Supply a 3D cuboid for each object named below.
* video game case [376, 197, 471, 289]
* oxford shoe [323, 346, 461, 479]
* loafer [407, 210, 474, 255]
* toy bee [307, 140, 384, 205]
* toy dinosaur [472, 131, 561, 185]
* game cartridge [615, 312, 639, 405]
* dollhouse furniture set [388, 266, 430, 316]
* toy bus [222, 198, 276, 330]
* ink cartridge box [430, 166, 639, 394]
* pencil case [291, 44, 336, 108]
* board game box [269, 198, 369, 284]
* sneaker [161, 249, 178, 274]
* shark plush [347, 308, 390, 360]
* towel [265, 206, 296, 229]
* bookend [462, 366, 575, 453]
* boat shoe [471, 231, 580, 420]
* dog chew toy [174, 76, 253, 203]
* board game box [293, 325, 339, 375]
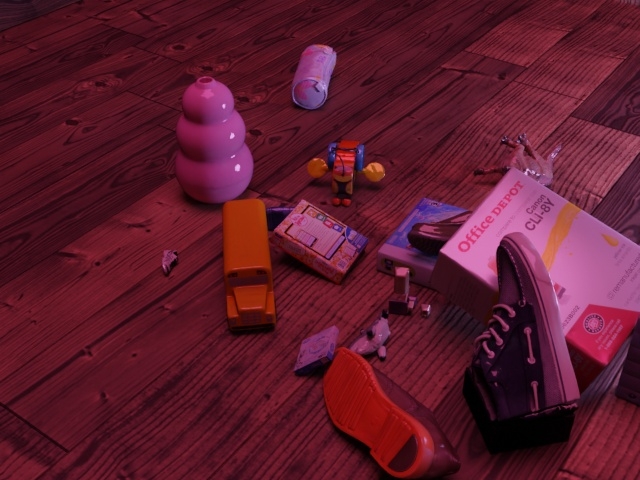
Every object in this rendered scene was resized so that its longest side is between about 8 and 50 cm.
[{"bbox_3d":[0.302,0.014,1.934,0.244,0.061,0.269,19,41,23],"label":"video game case"},{"bbox_3d":[0.121,0.324,1.508,0.133,0.130,0.363,21,14,-34],"label":"oxford shoe"},{"bbox_3d":[0.317,-0.018,1.834,0.251,0.094,0.087,4,67,-11],"label":"loafer"},{"bbox_3d":[0.052,-0.179,2.144,0.195,0.162,0.298,10,13,26],"label":"toy bee"},{"bbox_3d":[0.550,-0.176,2.141,0.296,0.127,0.200,-10,44,-33],"label":"toy dinosaur"},{"bbox_3d":[0.729,0.267,1.455,0.355,0.230,0.068,22,49,27],"label":"game cartridge"},{"bbox_3d":[0.202,0.097,1.784,0.091,0.114,0.081,6,33,12],"label":"dollhouse furniture set"},{"bbox_3d":[-0.164,0.052,1.830,0.108,0.130,0.332,-4,37,-5],"label":"toy bus"},{"bbox_3d":[0.457,0.073,1.644,0.385,0.160,0.279,36,66,18],"label":"ink cartridge box"},{"bbox_3d":[-0.018,-0.530,2.608,0.124,0.113,0.273,-13,34,20],"label":"pencil case"},{"bbox_3d":[0.000,0.000,1.917,0.193,0.045,0.147,32,44,8],"label":"board game box"},{"bbox_3d":[-0.355,0.048,1.918,0.037,0.032,0.083,-3,38,-4],"label":"sneaker"},{"bbox_3d":[0.107,0.187,1.716,0.067,0.073,0.161,-16,33,32],"label":"shark plush"},{"bbox_3d":[-0.077,-0.056,2.024,0.120,0.067,0.029,1,39,3],"label":"towel"},{"bbox_3d":[0.371,0.309,1.533,0.157,0.072,0.156,-6,37,-8],"label":"bookend"},{"bbox_3d":[0.338,0.161,1.447,0.158,0.127,0.340,-13,79,-10],"label":"boat shoe"},{"bbox_3d":[-0.280,-0.261,2.077,0.207,0.331,0.206,-1,37,1],"label":"dog chew toy"},{"bbox_3d":[-0.008,0.224,1.650,0.090,0.020,0.090,-29,26,31],"label":"board game box"}]
